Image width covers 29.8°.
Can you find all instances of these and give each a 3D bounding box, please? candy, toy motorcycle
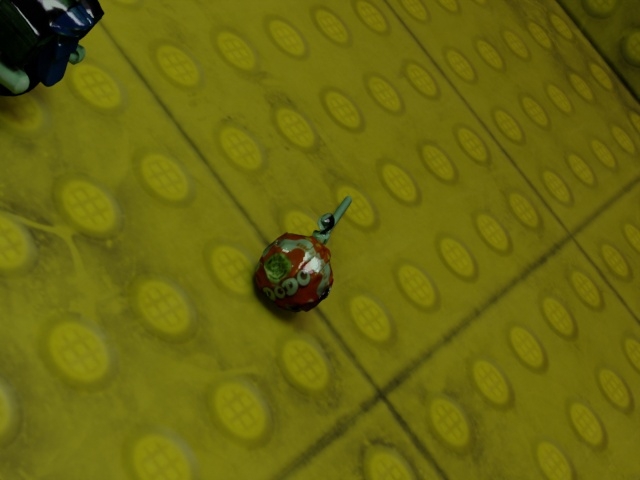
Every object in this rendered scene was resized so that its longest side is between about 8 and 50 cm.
[{"bbox_3d":[0.002,0.000,1.402,0.084,0.078,0.288,44,26,-2],"label":"candy"},{"bbox_3d":[-0.356,-0.288,1.152,0.331,0.196,0.125,46,33,-2],"label":"toy motorcycle"}]
